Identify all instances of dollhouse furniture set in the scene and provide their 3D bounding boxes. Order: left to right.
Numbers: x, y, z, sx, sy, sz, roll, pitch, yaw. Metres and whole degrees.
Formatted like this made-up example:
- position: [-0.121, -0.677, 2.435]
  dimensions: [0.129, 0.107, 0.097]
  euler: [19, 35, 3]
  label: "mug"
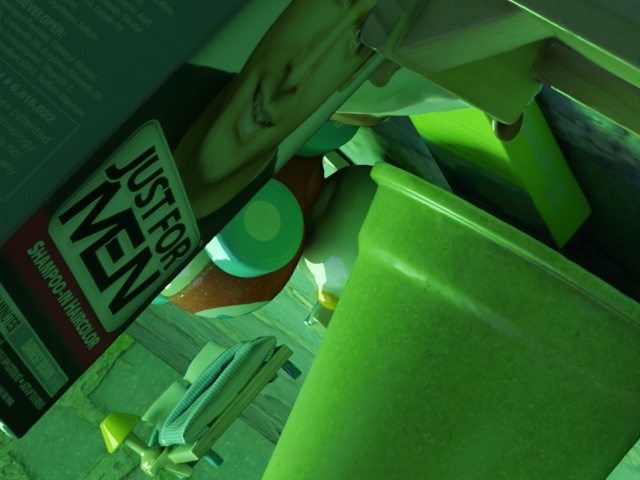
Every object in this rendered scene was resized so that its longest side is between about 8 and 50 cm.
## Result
- position: [-0.097, 0.058, 1.628]
  dimensions: [0.198, 0.303, 0.286]
  euler: [42, 167, -4]
  label: "dollhouse furniture set"

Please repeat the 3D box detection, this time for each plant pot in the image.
- position: [0.091, 0.124, 1.243]
  dimensions: [0.276, 0.254, 0.276]
  euler: [32, 178, 1]
  label: "plant pot"

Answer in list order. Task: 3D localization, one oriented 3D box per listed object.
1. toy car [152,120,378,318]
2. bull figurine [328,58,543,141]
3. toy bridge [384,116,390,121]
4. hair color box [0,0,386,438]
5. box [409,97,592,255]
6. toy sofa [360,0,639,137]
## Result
- position: [0.000, 0.000, 1.433]
  dimensions: [0.238, 0.210, 0.219]
  euler: [33, 159, -17]
  label: "toy car"
- position: [-0.016, -0.133, 1.069]
  dimensions: [0.310, 0.188, 0.101]
  euler: [41, 141, 32]
  label: "bull figurine"
- position: [-0.048, -0.097, 1.119]
  dimensions: [0.063, 0.188, 0.026]
  euler: [61, 145, 38]
  label: "toy bridge"
- position: [-0.072, -0.095, 0.879]
  dimensions: [0.113, 0.374, 0.185]
  euler: [39, 167, 16]
  label: "hair color box"
- position: [0.110, -0.064, 1.191]
  dimensions: [0.109, 0.042, 0.178]
  euler: [33, 165, 40]
  label: "box"
- position: [0.213, -0.062, 0.726]
  dimensions: [0.362, 0.177, 0.150]
  euler: [34, -172, 30]
  label: "toy sofa"
